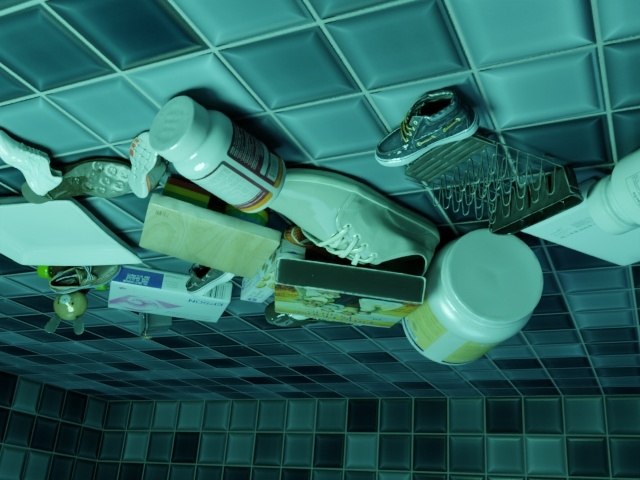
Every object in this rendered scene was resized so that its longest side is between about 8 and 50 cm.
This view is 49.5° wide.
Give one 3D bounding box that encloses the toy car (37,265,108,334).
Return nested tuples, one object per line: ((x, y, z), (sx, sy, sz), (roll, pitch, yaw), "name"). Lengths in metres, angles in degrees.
((-0.670, 0.156, 1.848), (0.155, 0.188, 0.149), (3, 157, 3), "toy car")

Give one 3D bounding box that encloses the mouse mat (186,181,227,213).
((-0.202, -0.073, 1.460), (0.152, 0.007, 0.190), (6, 158, -3), "mouse mat")

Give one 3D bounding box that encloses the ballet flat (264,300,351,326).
((-0.014, 0.185, 1.940), (0.280, 0.095, 0.096), (0, 149, -17), "ballet flat")

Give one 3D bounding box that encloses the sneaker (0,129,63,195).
((-0.535, -0.152, 1.272), (0.061, 0.054, 0.152), (-26, 133, 9), "sneaker")

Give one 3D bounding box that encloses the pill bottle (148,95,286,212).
((-0.167, -0.140, 1.146), (0.121, 0.121, 0.221), (-12, 151, 34), "pill bottle")

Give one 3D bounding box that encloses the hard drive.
((0.574, -0.028, 1.379), (0.307, 0.040, 0.203), (16, 155, -25), "hard drive")

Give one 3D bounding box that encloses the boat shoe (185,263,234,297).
((-0.294, 0.083, 1.762), (0.076, 0.080, 0.228), (37, 148, -23), "boat shoe")

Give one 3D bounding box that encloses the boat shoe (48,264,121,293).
((-0.600, 0.092, 1.769), (0.183, 0.066, 0.066), (-22, 175, -7), "boat shoe")

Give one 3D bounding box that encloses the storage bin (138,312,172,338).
((-0.524, 0.260, 2.203), (0.091, 0.098, 0.135), (1, 159, -20), "storage bin")

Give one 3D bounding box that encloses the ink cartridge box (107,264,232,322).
((-0.442, 0.171, 2.001), (0.324, 0.071, 0.330), (10, 155, -14), "ink cartridge box")

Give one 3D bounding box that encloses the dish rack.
((0.292, -0.100, 1.219), (0.271, 0.074, 0.208), (16, 154, -24), "dish rack")

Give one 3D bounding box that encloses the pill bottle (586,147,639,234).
((0.548, -0.093, 1.114), (0.131, 0.131, 0.229), (13, 156, -20), "pill bottle")

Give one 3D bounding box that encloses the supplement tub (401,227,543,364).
((0.329, 0.130, 1.540), (0.241, 0.241, 0.331), (7, 157, -6), "supplement tub")

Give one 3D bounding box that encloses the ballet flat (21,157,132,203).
((-0.463, -0.119, 1.347), (0.249, 0.058, 0.084), (-9, 118, 17), "ballet flat")

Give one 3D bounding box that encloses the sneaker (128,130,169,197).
((-0.307, -0.146, 1.262), (0.061, 0.065, 0.158), (46, 139, 11), "sneaker")

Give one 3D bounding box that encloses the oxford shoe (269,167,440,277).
((0.061, -0.025, 1.373), (0.449, 0.130, 0.169), (22, 155, -31), "oxford shoe")

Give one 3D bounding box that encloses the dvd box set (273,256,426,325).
((0.046, 0.128, 1.575), (0.307, 0.062, 0.420), (8, 166, -2), "dvd box set")

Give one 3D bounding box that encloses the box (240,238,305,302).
((-0.123, 0.082, 1.735), (0.067, 0.063, 0.324), (13, 156, -20), "box")

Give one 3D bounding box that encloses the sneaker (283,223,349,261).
((0.000, 0.000, 1.546), (0.175, 0.064, 0.067), (24, 170, -28), "sneaker")

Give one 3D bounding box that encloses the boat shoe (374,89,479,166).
((0.148, -0.178, 1.082), (0.183, 0.065, 0.083), (-20, 146, 32), "boat shoe")

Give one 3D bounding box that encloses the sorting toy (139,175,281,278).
((-0.225, -0.030, 1.422), (0.255, 0.089, 0.257), (17, 156, -12), "sorting toy")

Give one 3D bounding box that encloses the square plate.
((-0.637, -0.024, 1.600), (0.347, 0.049, 0.344), (-1, 157, 13), "square plate")
